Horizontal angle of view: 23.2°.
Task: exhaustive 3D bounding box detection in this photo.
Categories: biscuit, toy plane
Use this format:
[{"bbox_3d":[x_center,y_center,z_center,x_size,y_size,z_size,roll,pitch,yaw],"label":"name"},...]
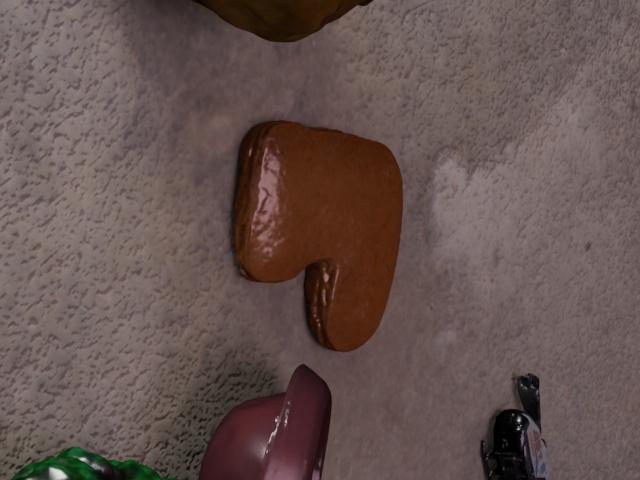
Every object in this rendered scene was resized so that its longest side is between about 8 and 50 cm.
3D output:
[{"bbox_3d":[0.000,0.000,1.294,0.192,0.036,0.186,8,93,-48],"label":"biscuit"},{"bbox_3d":[0.211,0.237,1.562,0.078,0.053,0.197,-40,121,-47],"label":"toy plane"}]

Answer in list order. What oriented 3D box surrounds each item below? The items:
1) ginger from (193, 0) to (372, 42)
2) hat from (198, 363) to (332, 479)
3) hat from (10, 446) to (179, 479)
[{"bbox_3d":[-0.044,-0.265,1.061,0.200,0.223,0.269,-55,135,-21],"label":"ginger"},{"bbox_3d":[-0.047,0.187,1.213,0.205,0.089,0.205,10,90,-85],"label":"hat"},{"bbox_3d":[-0.178,0.331,1.037,0.242,0.274,0.332,28,105,-37],"label":"hat"}]
